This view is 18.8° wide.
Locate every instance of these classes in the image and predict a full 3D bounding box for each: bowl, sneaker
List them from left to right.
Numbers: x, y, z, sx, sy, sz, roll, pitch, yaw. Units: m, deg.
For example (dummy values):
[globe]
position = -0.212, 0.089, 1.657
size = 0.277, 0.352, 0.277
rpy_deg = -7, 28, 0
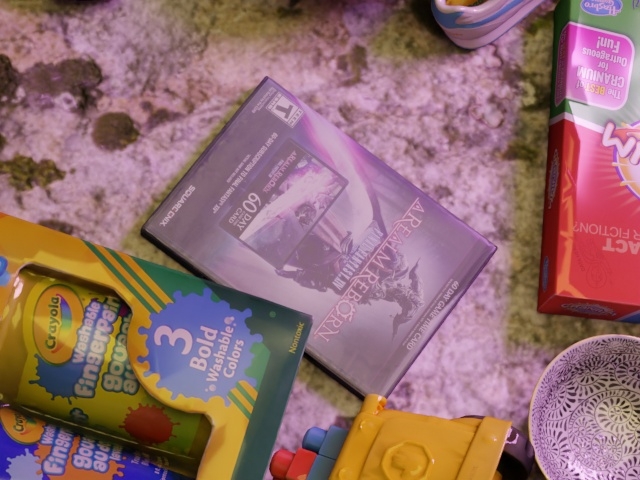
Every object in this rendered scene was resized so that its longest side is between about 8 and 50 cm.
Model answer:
[sneaker]
position = 0.201, -0.279, 1.842
size = 0.228, 0.092, 0.087
rpy_deg = -46, 71, 3
[bowl]
position = 0.262, 0.176, 1.757
size = 0.170, 0.080, 0.170
rpy_deg = 2, 74, -8

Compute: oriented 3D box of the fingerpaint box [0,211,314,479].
[fingerpaint box]
position = -0.248, 0.223, 1.623
size = 0.371, 0.163, 0.444
rpy_deg = 19, 71, -3

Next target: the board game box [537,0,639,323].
[board game box]
position = 0.339, -0.074, 1.853
size = 0.242, 0.064, 0.316
rpy_deg = 7, 72, -6

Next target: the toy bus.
[toy bus]
position = 0.065, 0.231, 1.661
size = 0.211, 0.220, 0.149
rpy_deg = 15, 62, 17

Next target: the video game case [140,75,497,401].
[video game case]
position = 0.000, 0.000, 1.801
size = 0.274, 0.026, 0.196
rpy_deg = 36, 72, 4
